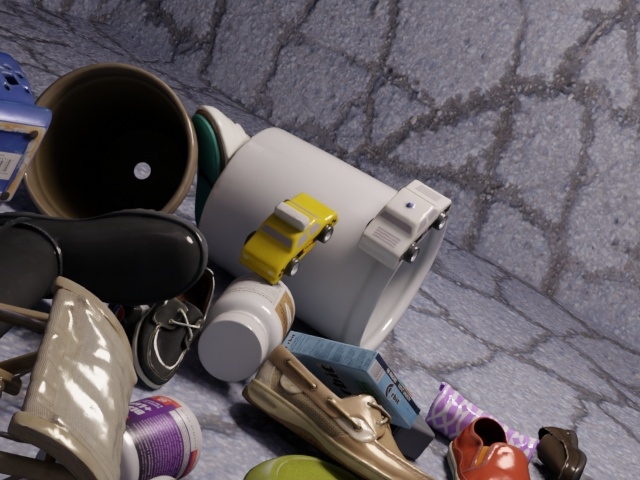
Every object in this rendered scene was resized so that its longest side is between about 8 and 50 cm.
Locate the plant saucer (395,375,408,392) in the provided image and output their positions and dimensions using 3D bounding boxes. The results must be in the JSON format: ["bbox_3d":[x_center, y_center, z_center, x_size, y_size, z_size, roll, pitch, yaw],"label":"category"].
[{"bbox_3d":[0.104,0.261,1.775,0.119,0.021,0.119,25,15,-7],"label":"plant saucer"}]

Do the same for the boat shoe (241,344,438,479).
[{"bbox_3d":[0.047,0.271,1.409,0.341,0.110,0.121,31,-11,17],"label":"boat shoe"}]

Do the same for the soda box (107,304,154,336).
[{"bbox_3d":[-0.262,0.117,1.554,0.053,0.060,0.169,42,21,32],"label":"soda box"}]

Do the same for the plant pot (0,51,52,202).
[{"bbox_3d":[-0.620,-0.194,1.668,0.212,0.236,0.236,43,21,27],"label":"plant pot"}]

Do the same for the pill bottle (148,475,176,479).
[{"bbox_3d":[-0.112,0.341,0.957,0.216,0.121,0.121,32,16,20],"label":"pill bottle"}]

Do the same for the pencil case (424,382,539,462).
[{"bbox_3d":[0.287,0.335,1.711,0.206,0.086,0.088,31,50,10],"label":"pencil case"}]

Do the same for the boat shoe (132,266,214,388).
[{"bbox_3d":[-0.219,0.125,1.460,0.084,0.079,0.233,46,32,-20],"label":"boat shoe"}]

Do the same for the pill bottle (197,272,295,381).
[{"bbox_3d":[-0.122,0.142,1.577,0.131,0.131,0.229,28,15,1],"label":"pill bottle"}]

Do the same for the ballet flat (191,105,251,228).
[{"bbox_3d":[-0.189,-0.146,1.962,0.139,0.400,0.139,3,54,-4],"label":"ballet flat"}]

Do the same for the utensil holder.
[{"bbox_3d":[0.000,0.000,1.894,0.386,0.327,0.328,30,15,16],"label":"utensil holder"}]

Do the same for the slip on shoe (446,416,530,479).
[{"bbox_3d":[0.277,0.368,1.509,0.123,0.101,0.331,29,9,-9],"label":"slip on shoe"}]

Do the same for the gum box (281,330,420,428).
[{"bbox_3d":[0.045,0.218,1.512,0.184,0.041,0.157,9,-35,43],"label":"gum box"}]

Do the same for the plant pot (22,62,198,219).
[{"bbox_3d":[-0.377,-0.150,1.869,0.323,0.323,0.280,29,-2,6],"label":"plant pot"}]

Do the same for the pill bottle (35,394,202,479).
[{"bbox_3d":[-0.230,0.244,1.100,0.108,0.108,0.193,33,16,21],"label":"pill bottle"}]

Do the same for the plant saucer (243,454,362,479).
[{"bbox_3d":[0.013,0.357,1.280,0.241,0.037,0.241,25,15,-7],"label":"plant saucer"}]

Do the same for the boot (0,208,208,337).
[{"bbox_3d":[-0.376,0.060,1.256,0.367,0.146,0.445,0,9,8],"label":"boot"}]

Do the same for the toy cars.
[{"bbox_3d":[0.051,-0.033,1.665,0.394,0.087,0.176,-7,54,-11],"label":"toy cars"}]

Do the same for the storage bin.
[{"bbox_3d":[0.127,0.292,1.596,0.091,0.098,0.135,31,12,-30],"label":"storage bin"}]

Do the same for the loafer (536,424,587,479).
[{"bbox_3d":[0.435,0.404,1.787,0.078,0.080,0.220,19,9,5],"label":"loafer"}]

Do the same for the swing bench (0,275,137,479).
[{"bbox_3d":[-0.312,0.158,0.925,0.255,0.165,0.253,-1,26,-7],"label":"swing bench"}]
